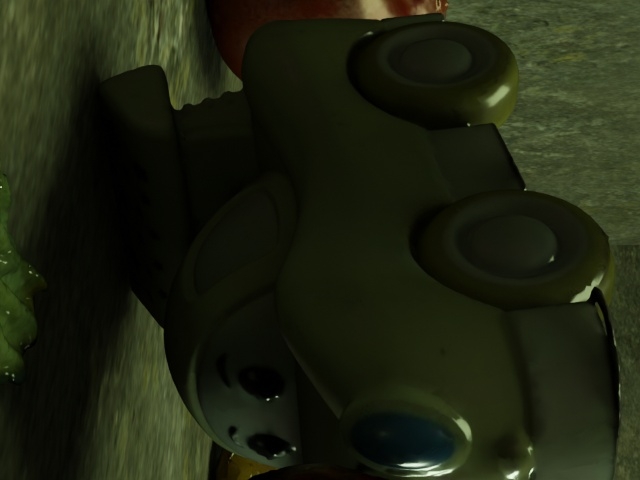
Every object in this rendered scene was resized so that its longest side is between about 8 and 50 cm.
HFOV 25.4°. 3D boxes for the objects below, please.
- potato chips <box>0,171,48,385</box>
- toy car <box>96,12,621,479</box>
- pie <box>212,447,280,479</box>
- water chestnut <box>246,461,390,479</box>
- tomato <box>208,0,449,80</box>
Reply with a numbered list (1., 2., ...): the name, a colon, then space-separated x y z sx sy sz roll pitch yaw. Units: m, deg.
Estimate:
1. potato chips: -0.133 -0.015 0.527 0.207 0.028 0.092 87 4 -51
2. toy car: 0.010 0.048 0.730 0.336 0.226 0.242 -102 -173 -50
3. pie: -0.009 0.267 1.272 0.273 0.069 0.273 11 76 -52
4. water chestnut: -0.027 0.227 0.508 0.244 0.289 0.289 -91 -179 -79
5. tomato: 0.000 -0.209 1.189 0.208 0.184 0.208 5 83 -50
